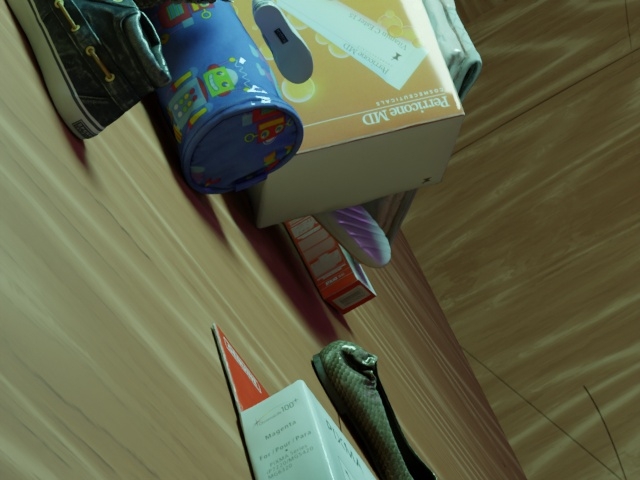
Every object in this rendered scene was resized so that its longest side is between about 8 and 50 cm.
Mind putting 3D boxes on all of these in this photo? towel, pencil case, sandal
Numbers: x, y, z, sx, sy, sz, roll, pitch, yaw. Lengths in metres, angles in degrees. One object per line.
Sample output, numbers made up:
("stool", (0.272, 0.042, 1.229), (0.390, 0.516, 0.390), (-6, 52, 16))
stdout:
("towel", (0.081, -0.189, 2.074), (0.317, 0.053, 0.332), (-106, -150, -45))
("pencil case", (-0.116, -0.177, 1.655), (0.133, 0.119, 0.306), (72, -6, -51))
("sandal", (-0.034, -0.053, 1.956), (0.265, 0.076, 0.102), (49, 26, 9))

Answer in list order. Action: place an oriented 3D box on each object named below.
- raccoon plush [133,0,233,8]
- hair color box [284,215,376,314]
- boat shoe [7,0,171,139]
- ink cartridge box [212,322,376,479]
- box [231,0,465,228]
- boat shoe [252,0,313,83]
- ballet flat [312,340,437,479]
("raccoon plush", (-0.170, -0.409, 1.504), (0.446, 0.216, 0.299), (94, -20, -52))
("hair color box", (0.000, 0.000, 2.109), (0.167, 0.053, 0.093), (64, 8, 21))
("boat shoe", (-0.172, -0.163, 1.265), (0.183, 0.083, 0.065), (63, 6, 25))
("ink cartridge box", (0.026, 0.204, 1.298), (0.275, 0.060, 0.239), (56, 8, -35))
("box", (-0.011, -0.219, 1.854), (0.168, 0.215, 0.345), (103, -30, -66))
("boat shoe", (-0.038, -0.192, 1.641), (0.100, 0.035, 0.035), (54, 9, -38))
("ballet flat", (0.075, 0.200, 1.735), (0.250, 0.058, 0.084), (58, 7, -17))
